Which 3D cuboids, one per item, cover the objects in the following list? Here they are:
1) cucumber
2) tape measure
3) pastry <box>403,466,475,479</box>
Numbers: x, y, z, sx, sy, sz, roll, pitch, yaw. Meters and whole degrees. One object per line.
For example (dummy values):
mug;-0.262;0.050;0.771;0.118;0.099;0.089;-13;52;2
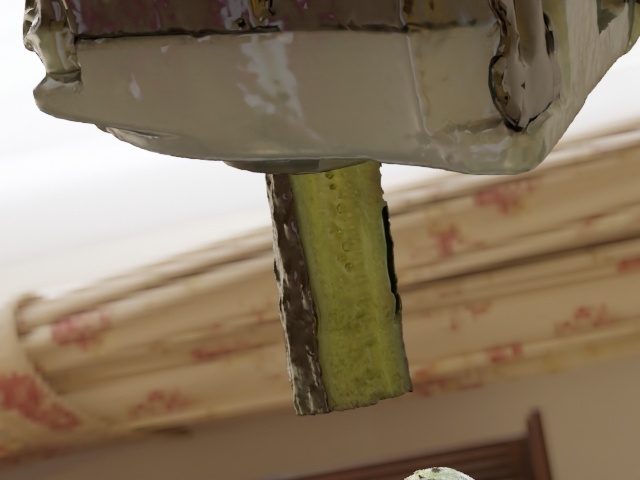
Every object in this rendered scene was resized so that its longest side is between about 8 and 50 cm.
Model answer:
cucumber;0.000;0.000;1.115;0.062;0.078;0.211;-8;-88;58
tape measure;0.009;-0.083;0.541;0.181;0.182;0.107;-35;122;-53
pastry;0.096;0.239;1.109;0.229;0.100;0.218;45;20;-38
